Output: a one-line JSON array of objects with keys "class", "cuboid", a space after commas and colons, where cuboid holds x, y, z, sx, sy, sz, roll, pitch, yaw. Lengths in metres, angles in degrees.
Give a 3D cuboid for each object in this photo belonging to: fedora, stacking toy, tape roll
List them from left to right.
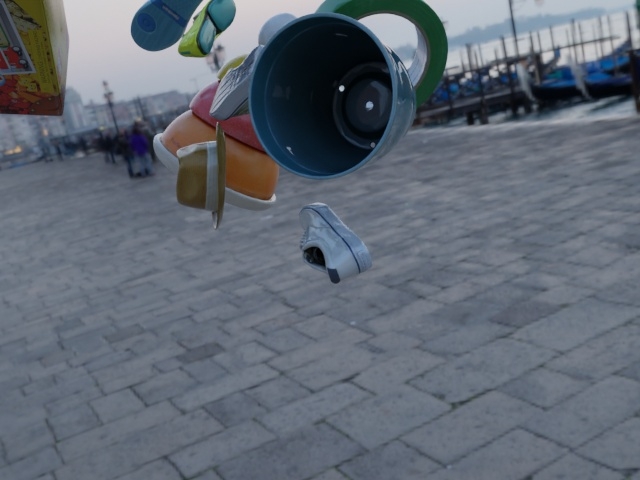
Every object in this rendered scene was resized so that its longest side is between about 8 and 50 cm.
[{"class": "fedora", "cuboid": [-0.203, -0.108, 1.240, 0.079, 0.195, 0.194, 0, 9, -12]}, {"class": "stacking toy", "cuboid": [-0.172, -0.345, 1.858, 0.350, 0.480, 0.351, 29, 13, -8]}, {"class": "tape roll", "cuboid": [0.119, -0.411, 1.638, 0.321, 0.321, 0.077, -14, 41, -3]}]

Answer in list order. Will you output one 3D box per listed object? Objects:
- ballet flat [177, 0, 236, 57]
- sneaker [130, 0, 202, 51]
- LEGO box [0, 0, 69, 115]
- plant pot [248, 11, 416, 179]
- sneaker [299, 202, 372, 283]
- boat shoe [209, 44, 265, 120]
[{"class": "ballet flat", "cuboid": [-0.262, -0.483, 1.661, 0.077, 0.077, 0.231, -10, 40, 26]}, {"class": "sneaker", "cuboid": [-0.353, -0.630, 1.899, 0.319, 0.127, 0.208, -33, 24, 35]}, {"class": "LEGO box", "cuboid": [-0.618, -0.427, 1.156, 0.372, 0.193, 0.500, 0, -28, -12]}, {"class": "plant pot", "cuboid": [0.052, -0.249, 1.324, 0.271, 0.272, 0.255, -7, 3, 26]}, {"class": "sneaker", "cuboid": [0.000, 0.000, 1.374, 0.091, 0.094, 0.258, -25, 26, -13]}, {"class": "boat shoe", "cuboid": [-0.145, -0.305, 1.518, 0.094, 0.109, 0.302, 22, -15, -23]}]
